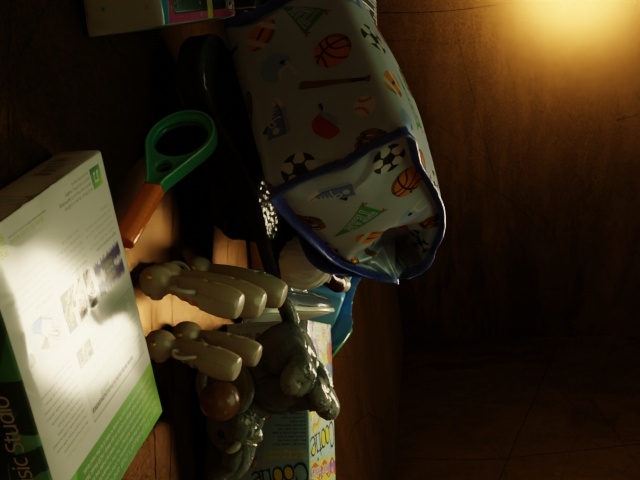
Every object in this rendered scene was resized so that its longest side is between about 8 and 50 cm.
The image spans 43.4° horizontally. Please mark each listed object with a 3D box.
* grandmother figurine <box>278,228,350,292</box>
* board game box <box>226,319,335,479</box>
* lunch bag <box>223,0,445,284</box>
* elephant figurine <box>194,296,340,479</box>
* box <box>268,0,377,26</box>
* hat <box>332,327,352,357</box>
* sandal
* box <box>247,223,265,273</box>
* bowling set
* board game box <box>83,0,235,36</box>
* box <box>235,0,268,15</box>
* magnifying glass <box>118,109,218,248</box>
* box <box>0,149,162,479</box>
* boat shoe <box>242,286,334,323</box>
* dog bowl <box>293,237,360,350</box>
[{"bbox_3d":[0.000,0.000,1.379,0.207,0.104,0.342,60,18,-9],"label":"grandmother figurine"},{"bbox_3d":[-0.064,0.277,1.344,0.142,0.144,0.275,29,59,-70],"label":"board game box"},{"bbox_3d":[0.040,-0.138,1.191,0.385,0.239,0.327,44,27,-59],"label":"lunch bag"},{"bbox_3d":[-0.108,0.237,1.194,0.169,0.240,0.186,60,7,-24],"label":"elephant figurine"},{"bbox_3d":[0.012,-0.423,1.600,0.296,0.183,0.293,-36,123,-76],"label":"box"},{"bbox_3d":[-0.047,0.200,1.778,0.208,0.184,0.173,-52,178,25],"label":"hat"},{"bbox_3d":[-0.137,-0.113,1.241,0.167,0.107,0.445,-78,156,-45],"label":"sandal"},{"bbox_3d":[-0.110,0.011,1.510,0.081,0.028,0.136,-40,125,-76],"label":"box"},{"bbox_3d":[-0.163,0.124,1.038,0.287,0.154,0.199,18,88,-79],"label":"bowling set"},{"bbox_3d":[-0.202,-0.377,0.995,0.303,0.098,0.223,-59,143,-69],"label":"board game box"},{"bbox_3d":[-0.111,-0.448,1.570,0.190,0.045,0.184,70,19,-55],"label":"box"},{"bbox_3d":[-0.198,-0.083,1.002,0.026,0.092,0.231,78,25,-49],"label":"magnifying glass"},{"bbox_3d":[-0.246,0.100,0.772,0.232,0.059,0.321,-66,150,-65],"label":"box"},{"bbox_3d":[-0.063,0.108,1.472,0.255,0.095,0.079,4,66,-53],"label":"boat shoe"},{"bbox_3d":[0.003,0.079,1.608,0.074,0.166,0.297,-97,-155,-79],"label":"dog bowl"}]
